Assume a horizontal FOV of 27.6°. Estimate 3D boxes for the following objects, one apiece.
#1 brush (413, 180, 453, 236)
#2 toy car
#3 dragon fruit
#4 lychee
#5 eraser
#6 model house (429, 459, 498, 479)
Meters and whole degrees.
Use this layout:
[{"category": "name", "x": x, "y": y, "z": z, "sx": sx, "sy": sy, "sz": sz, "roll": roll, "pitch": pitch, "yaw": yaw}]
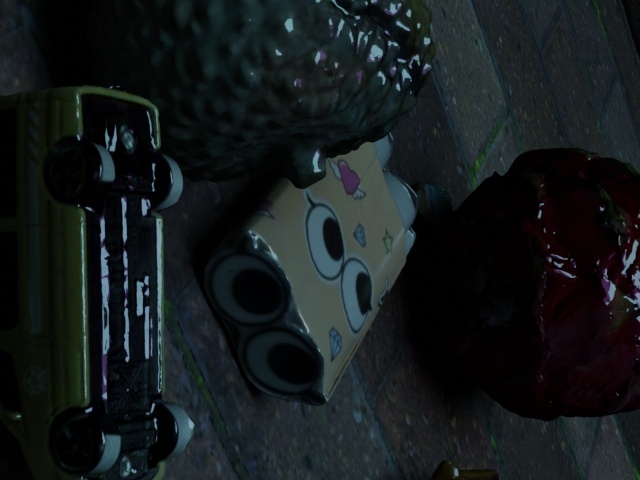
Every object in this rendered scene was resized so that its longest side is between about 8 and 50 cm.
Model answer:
[{"category": "brush", "x": 0.108, "y": -0.043, "z": 1.491, "sx": 0.196, "sy": 0.021, "sz": 0.070, "roll": 15, "pitch": 64, "yaw": -61}, {"category": "toy car", "x": -0.158, "y": 0.035, "z": 0.814, "sx": 0.101, "sy": 0.124, "sz": 0.256, "roll": 4, "pitch": 85, "yaw": -63}, {"category": "dragon fruit", "x": 0.272, "y": 0.050, "z": 1.463, "sx": 0.329, "sy": 0.329, "sz": 0.329, "roll": 37, "pitch": 47, "yaw": -53}, {"category": "lychee", "x": -0.047, "y": -0.163, "z": 0.971, "sx": 0.255, "sy": 0.255, "sz": 0.274, "roll": 22, "pitch": 55, "yaw": -60}, {"category": "eraser", "x": 0.000, "y": 0.000, "z": 1.180, "sx": 0.171, "sy": 0.087, "sz": 0.290, "roll": 68, "pitch": 28, "yaw": -21}, {"category": "model house", "x": 0.172, "y": 0.350, "z": 1.292, "sx": 0.229, "sy": 0.199, "sz": 0.219, "roll": 27, "pitch": 6, "yaw": -9}]
